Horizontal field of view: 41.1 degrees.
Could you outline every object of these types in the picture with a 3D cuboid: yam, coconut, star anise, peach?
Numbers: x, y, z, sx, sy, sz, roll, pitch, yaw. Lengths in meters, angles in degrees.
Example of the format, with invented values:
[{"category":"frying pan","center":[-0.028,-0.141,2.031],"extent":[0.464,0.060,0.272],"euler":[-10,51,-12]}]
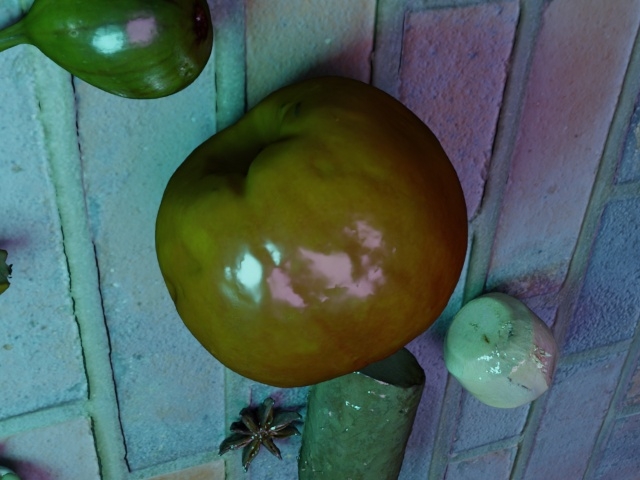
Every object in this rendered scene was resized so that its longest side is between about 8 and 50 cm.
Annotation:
[{"category":"yam","center":[0.058,0.263,1.279],"extent":[0.168,0.168,0.304],"euler":[-6,127,-21]},{"category":"coconut","center":[0.285,0.175,1.312],"extent":[0.171,0.171,0.183],"euler":[-42,127,10]},{"category":"star anise","center":[-0.091,0.293,1.313],"extent":[0.141,0.042,0.141],"euler":[-12,127,-17]},{"category":"peach","center":[0.000,0.000,0.939],"extent":[0.343,0.343,0.302],"euler":[-34,115,3]}]

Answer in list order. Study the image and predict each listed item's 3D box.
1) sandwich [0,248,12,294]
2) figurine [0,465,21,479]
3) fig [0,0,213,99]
[{"category":"sandwich","center":[-0.460,0.060,0.906],"extent":[0.235,0.122,0.128],"euler":[-32,136,-2]},{"category":"figurine","center":[-0.478,0.343,1.136],"extent":[0.197,0.093,0.147],"euler":[18,105,-34]},{"category":"fig","center":[-0.237,-0.210,0.821],"extent":[0.259,0.151,0.151],"euler":[0,131,9]}]
